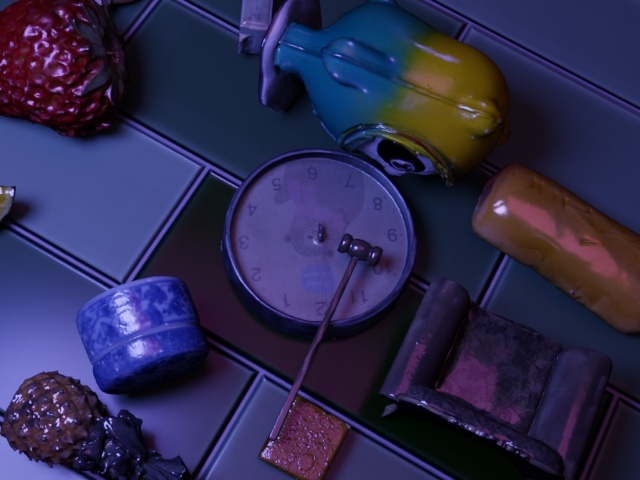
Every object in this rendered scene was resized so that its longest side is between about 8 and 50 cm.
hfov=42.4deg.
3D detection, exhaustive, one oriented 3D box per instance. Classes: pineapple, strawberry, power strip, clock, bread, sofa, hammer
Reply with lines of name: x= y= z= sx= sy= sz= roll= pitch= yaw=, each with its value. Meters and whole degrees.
pineapple: x=-0.264 y=0.254 z=1.003 sx=0.237 sy=0.119 sz=0.111 roll=28 pitch=69 yaw=9
strawberry: x=-0.398 y=-0.245 z=1.158 sx=0.244 sy=0.205 sz=0.205 roll=-8 pitch=69 yaw=14
power strip: x=-0.095 y=-0.411 z=1.289 sx=0.052 sy=0.078 sz=0.272 roll=5 pitch=69 yaw=-6
clock: x=0.000 y=0.000 z=1.158 sx=0.281 sy=0.055 sz=0.280 roll=2 pitch=69 yaw=-6
bread: x=-0.021 y=0.261 z=1.067 sx=0.090 sy=0.035 sz=0.094 roll=29 pitch=69 yaw=5
bread: x=0.364 y=0.005 z=1.181 sx=0.305 sy=0.091 sz=0.142 roll=34 pitch=64 yaw=6
sofa: x=0.225 y=0.175 z=1.049 sx=0.258 sy=0.182 sz=0.200 roll=27 pitch=68 yaw=4
hammer: x=0.001 y=0.125 z=1.069 sx=0.058 sy=0.029 sz=0.292 roll=23 pitch=70 yaw=6

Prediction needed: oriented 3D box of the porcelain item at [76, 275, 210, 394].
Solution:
porcelain item: x=-0.222 y=0.123 z=1.038 sx=0.147 sy=0.147 sz=0.114 roll=-19 pitch=74 yaw=-13

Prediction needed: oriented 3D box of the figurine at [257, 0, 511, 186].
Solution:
figurine: x=0.102 y=-0.214 z=1.141 sx=0.340 sy=0.323 sz=0.231 roll=24 pitch=98 yaw=13

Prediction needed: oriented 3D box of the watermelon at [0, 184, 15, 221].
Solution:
watermelon: x=-0.502 y=-0.041 z=1.102 sx=0.181 sy=0.092 sz=0.075 roll=6 pitch=82 yaw=-13

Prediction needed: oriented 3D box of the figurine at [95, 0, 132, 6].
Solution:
figurine: x=-0.339 y=-0.448 z=1.264 sx=0.102 sy=0.111 sz=0.195 roll=-25 pitch=89 yaw=-55
